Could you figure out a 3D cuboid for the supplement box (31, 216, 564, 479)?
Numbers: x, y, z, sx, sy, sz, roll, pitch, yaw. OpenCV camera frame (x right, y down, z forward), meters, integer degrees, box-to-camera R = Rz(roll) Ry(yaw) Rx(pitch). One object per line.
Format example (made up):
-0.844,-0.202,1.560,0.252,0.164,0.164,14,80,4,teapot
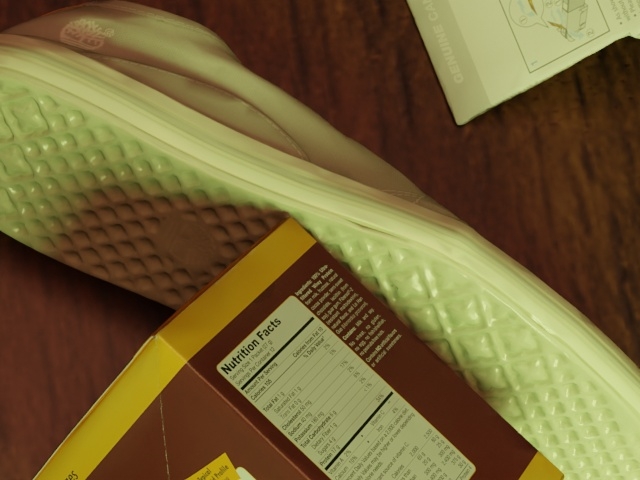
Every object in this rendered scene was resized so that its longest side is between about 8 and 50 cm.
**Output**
-0.024,0.133,0.852,0.194,0.191,0.129,44,40,3,supplement box

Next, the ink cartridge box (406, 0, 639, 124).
0.144,-0.254,1.000,0.066,0.261,0.296,-9,75,-53,ink cartridge box

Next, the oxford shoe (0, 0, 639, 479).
0.000,0.000,0.934,0.449,0.169,0.130,30,39,-2,oxford shoe
